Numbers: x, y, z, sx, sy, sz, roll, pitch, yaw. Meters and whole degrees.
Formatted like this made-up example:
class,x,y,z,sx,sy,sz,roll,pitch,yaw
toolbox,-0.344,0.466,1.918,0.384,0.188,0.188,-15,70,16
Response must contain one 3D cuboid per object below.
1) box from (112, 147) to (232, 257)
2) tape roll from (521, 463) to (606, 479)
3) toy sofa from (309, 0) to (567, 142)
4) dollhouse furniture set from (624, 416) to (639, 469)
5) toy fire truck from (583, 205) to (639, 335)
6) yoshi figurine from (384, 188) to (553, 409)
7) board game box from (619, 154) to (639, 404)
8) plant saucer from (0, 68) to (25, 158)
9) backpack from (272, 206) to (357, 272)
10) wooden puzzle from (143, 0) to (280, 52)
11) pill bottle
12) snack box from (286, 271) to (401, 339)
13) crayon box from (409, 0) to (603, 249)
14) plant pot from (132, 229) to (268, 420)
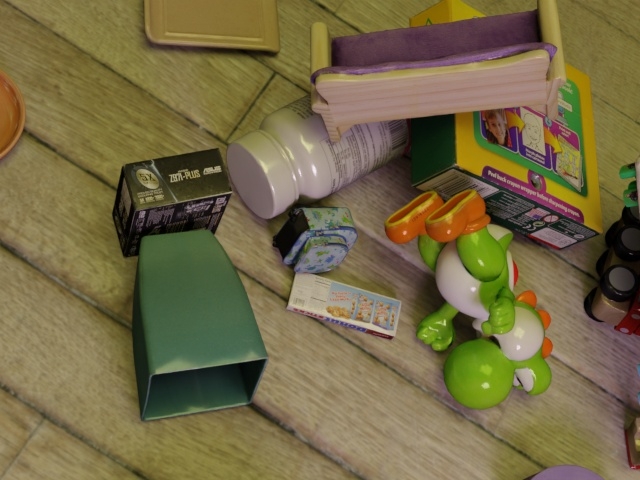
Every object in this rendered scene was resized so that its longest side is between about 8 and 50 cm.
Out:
class,x,y,z,sx,sy,sz,roll,pitch,yaw
box,-0.225,-0.055,1.628,0.147,0.180,0.078,-12,71,-20
tape roll,0.365,0.438,1.636,0.189,0.080,0.189,5,66,-12
toy sofa,0.166,-0.263,1.579,0.362,0.177,0.150,-5,64,10
dollhouse furniture set,0.683,0.385,1.733,0.374,0.152,0.201,-4,68,2
toy fire truck,0.589,0.076,1.833,0.246,0.158,0.217,22,62,6
yoshi figurine,0.225,0.114,1.656,0.362,0.203,0.203,59,20,-18
board game box,0.622,0.077,1.752,0.389,0.050,0.390,5,78,-40
plant saucer,-0.557,-0.191,1.676,0.199,0.037,0.200,6,65,-14
backpack,0.000,0.000,1.709,0.114,0.105,0.084,-7,61,-30
wooden puzzle,-0.190,-0.423,1.879,0.238,0.044,0.221,3,66,-19
pill bottle,0.001,-0.155,1.745,0.283,0.160,0.160,-29,77,-25
snack box,0.038,0.102,1.722,0.178,0.022,0.064,17,63,-8
crayon box,0.308,-0.188,1.802,0.363,0.106,0.313,20,59,-36
plant pot,-0.191,0.112,1.581,0.165,0.165,0.234,-6,61,-18
